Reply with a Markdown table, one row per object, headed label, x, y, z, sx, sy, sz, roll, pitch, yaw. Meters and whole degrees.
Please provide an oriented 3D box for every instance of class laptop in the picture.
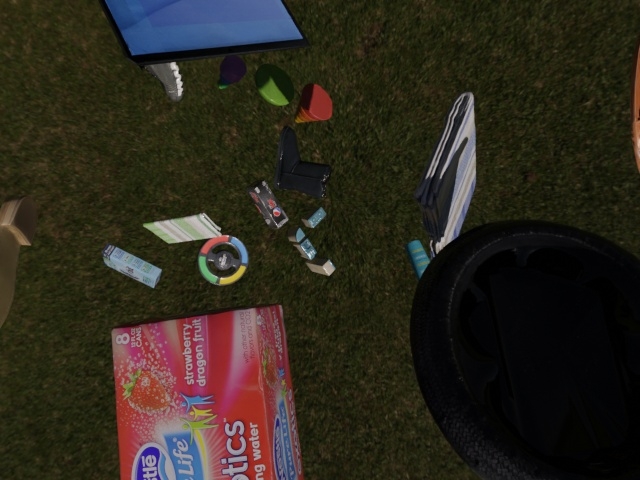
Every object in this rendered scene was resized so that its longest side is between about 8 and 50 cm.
| label | x | y | z | sx | sy | sz | roll | pitch | yaw |
| --- | --- | --- | --- | --- | --- | --- | --- | --- | --- |
| laptop | -0.143 | -0.358 | 0.442 | 0.234 | 0.137 | 0.264 | -23 | 132 | -30 |

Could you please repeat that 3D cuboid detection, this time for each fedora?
| label | x | y | z | sx | sy | sz | roll | pitch | yaw |
| --- | --- | --- | --- | --- | --- | --- | --- | --- | --- |
| fedora | 0.254 | 0.138 | 0.474 | 0.334 | 0.152 | 0.333 | -2 | 53 | 3 |

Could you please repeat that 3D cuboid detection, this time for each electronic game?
| label | x | y | z | sx | sy | sz | roll | pitch | yaw |
| --- | --- | --- | --- | --- | --- | --- | --- | --- | --- |
| electronic game | -0.429 | 0.085 | 1.769 | 0.229 | 0.048 | 0.229 | -3 | 95 | -29 |

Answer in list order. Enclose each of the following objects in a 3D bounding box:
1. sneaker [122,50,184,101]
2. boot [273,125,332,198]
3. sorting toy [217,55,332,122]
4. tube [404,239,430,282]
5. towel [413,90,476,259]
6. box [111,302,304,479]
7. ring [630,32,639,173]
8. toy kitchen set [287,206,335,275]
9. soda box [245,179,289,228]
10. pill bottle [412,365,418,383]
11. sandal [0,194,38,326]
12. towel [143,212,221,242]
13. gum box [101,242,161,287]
| label | x | y | z | sx | sy | sz | roll | pitch | yaw |
| --- | --- | --- | --- | --- | --- | --- | --- | --- | --- |
| sneaker | -0.388 | -0.418 | 0.911 | 0.106 | 0.234 | 0.078 | -26 | 57 | -18 |
| boot | -0.057 | -0.290 | 1.489 | 0.207 | 0.094 | 0.246 | 10 | 96 | 9 |
| sorting toy | -0.142 | -0.430 | 1.200 | 0.366 | 0.126 | 0.126 | 10 | 69 | -35 |
| tube | 0.327 | 0.099 | 1.253 | 0.080 | 0.052 | 0.207 | -19 | 68 | -4 |
| towel | 0.230 | -0.091 | 0.707 | 0.034 | 0.285 | 0.209 | 18 | 74 | 28 |
| box | -0.091 | 0.192 | 0.364 | 0.128 | 0.122 | 0.256 | -9 | 81 | 5 |
| ring | 0.692 | -0.270 | 0.808 | 0.337 | 0.032 | 0.336 | -1 | 92 | -38 |
| toy kitchen set | 0.000 | 0.000 | 1.550 | 0.166 | 0.122 | 0.207 | -46 | 119 | -22 |
| soda box | -0.178 | -0.120 | 1.343 | 0.053 | 0.060 | 0.168 | -45 | 120 | -28 |
| pill bottle | 0.362 | 0.414 | 1.228 | 0.131 | 0.229 | 0.131 | -1 | 80 | 5 |
| sandal | -0.471 | 0.036 | 0.547 | 0.079 | 0.088 | 0.239 | 1 | 54 | -9 |
| towel | -0.332 | -0.032 | 0.975 | 0.152 | 0.113 | 0.023 | -7 | 64 | 10 |
| gum box | -0.636 | 0.089 | 1.353 | 0.184 | 0.157 | 0.041 | 29 | 63 | -13 |
